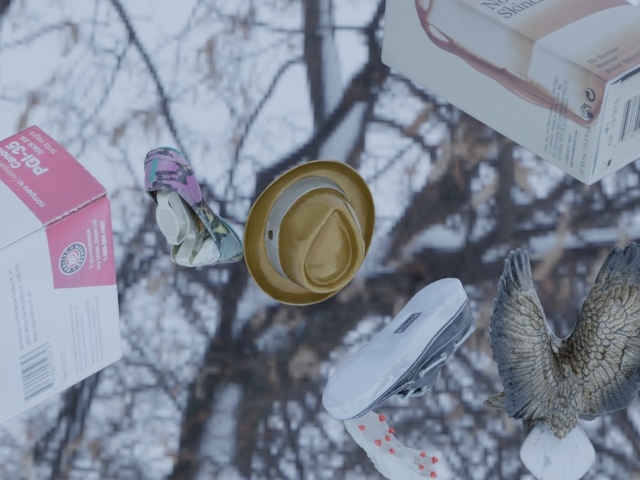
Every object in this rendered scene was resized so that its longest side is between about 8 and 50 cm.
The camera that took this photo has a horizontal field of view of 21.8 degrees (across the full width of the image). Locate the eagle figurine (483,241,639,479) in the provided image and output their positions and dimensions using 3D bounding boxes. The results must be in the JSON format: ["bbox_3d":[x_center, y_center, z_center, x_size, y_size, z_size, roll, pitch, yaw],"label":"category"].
[{"bbox_3d":[0.309,0.146,2.143,0.225,0.226,0.298,34,-34,13],"label":"eagle figurine"}]

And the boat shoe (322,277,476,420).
[{"bbox_3d":[0.120,0.175,2.338,0.108,0.301,0.102,-6,-62,44],"label":"boat shoe"}]

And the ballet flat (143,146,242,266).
[{"bbox_3d":[-0.160,-0.020,1.982,0.077,0.079,0.221,3,-34,24],"label":"ballet flat"}]

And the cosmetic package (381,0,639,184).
[{"bbox_3d":[0.220,-0.198,1.720,0.296,0.153,0.129,33,-43,33],"label":"cosmetic package"}]

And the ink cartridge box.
[{"bbox_3d":[-0.311,0.062,1.346,0.283,0.117,0.207,-29,-36,-28],"label":"ink cartridge box"}]

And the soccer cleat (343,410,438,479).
[{"bbox_3d":[0.098,0.326,2.558,0.196,0.068,0.076,38,-47,-24],"label":"soccer cleat"}]

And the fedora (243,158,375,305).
[{"bbox_3d":[0.000,0.000,2.030,0.194,0.079,0.194,-11,-64,-24],"label":"fedora"}]
